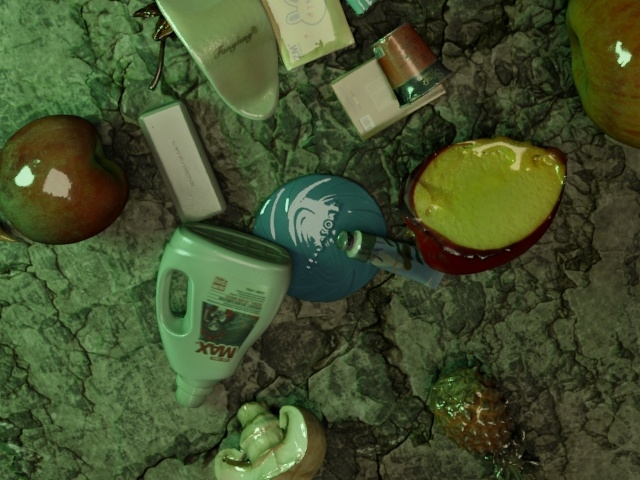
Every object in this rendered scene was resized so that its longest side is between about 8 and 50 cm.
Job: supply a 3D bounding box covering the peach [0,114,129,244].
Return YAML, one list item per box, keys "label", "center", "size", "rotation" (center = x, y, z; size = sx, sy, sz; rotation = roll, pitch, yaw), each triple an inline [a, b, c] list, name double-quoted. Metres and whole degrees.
- label: "peach"
  center: [-0.502, -0.110, 1.777]
  size: [0.252, 0.252, 0.252]
  rotation: [-1, 109, -4]

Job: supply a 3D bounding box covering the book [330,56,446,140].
- label: "book"
  center: [0.137, -0.307, 1.868]
  size: [0.198, 0.016, 0.138]
  rotation: [-29, 108, 6]

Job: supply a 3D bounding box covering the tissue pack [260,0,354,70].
- label: "tissue pack"
  center: [-0.036, -0.441, 1.771]
  size: [0.148, 0.092, 0.196]
  rotation: [-23, 109, 1]

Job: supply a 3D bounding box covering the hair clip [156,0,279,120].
- label: "hair clip"
  center: [-0.169, -0.362, 1.743]
  size: [0.172, 0.113, 0.282]
  rotation: [-32, 128, -14]

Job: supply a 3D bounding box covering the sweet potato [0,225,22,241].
- label: "sweet potato"
  center: [-0.696, -0.033, 1.876]
  size: [0.194, 0.056, 0.056]
  rotation: [19, 106, -1]

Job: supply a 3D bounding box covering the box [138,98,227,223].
- label: "box"
  center: [-0.275, -0.157, 1.868]
  size: [0.103, 0.055, 0.244]
  rotation: [-20, 108, 2]

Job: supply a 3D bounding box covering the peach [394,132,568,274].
- label: "peach"
  center: [0.324, -0.073, 1.872]
  size: [0.361, 0.201, 0.258]
  rotation: [-28, 78, -9]

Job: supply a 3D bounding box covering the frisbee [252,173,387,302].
- label: "frisbee"
  center: [0.001, 0.002, 1.944]
  size: [0.289, 0.049, 0.290]
  rotation: [-1, 109, -4]

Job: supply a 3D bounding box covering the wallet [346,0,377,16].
- label: "wallet"
  center: [0.041, -0.559, 1.705]
  size: [0.250, 0.075, 0.176]
  rotation: [49, 56, -17]

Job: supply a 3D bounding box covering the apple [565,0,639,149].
- label: "apple"
  center: [0.618, -0.360, 1.704]
  size: [0.333, 0.400, 0.400]
  rotation: [5, 110, 20]

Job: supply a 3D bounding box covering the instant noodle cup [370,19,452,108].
- label: "instant noodle cup"
  center: [0.168, -0.344, 1.794]
  size: [0.127, 0.127, 0.136]
  rotation: [-34, 99, 7]

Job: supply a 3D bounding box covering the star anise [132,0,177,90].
- label: "star anise"
  center: [-0.289, -0.424, 1.763]
  size: [0.234, 0.073, 0.177]
  rotation: [-43, 115, -7]

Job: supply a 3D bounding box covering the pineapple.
- label: "pineapple"
  center: [0.371, 0.433, 2.072]
  size: [0.175, 0.175, 0.361]
  rotation: [-28, 123, 5]

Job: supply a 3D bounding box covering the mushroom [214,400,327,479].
- label: "mushroom"
  center: [-0.100, 0.465, 2.040]
  size: [0.253, 0.195, 0.189]
  rotation: [-34, 141, 4]

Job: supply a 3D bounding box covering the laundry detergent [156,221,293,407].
- label: "laundry detergent"
  center: [-0.235, 0.171, 1.939]
  size: [0.264, 0.125, 0.398]
  rotation: [17, 114, -11]

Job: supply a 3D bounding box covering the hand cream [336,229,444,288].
- label: "hand cream"
  center: [0.158, 0.032, 1.945]
  size: [0.271, 0.058, 0.091]
  rotation: [17, 105, -28]
